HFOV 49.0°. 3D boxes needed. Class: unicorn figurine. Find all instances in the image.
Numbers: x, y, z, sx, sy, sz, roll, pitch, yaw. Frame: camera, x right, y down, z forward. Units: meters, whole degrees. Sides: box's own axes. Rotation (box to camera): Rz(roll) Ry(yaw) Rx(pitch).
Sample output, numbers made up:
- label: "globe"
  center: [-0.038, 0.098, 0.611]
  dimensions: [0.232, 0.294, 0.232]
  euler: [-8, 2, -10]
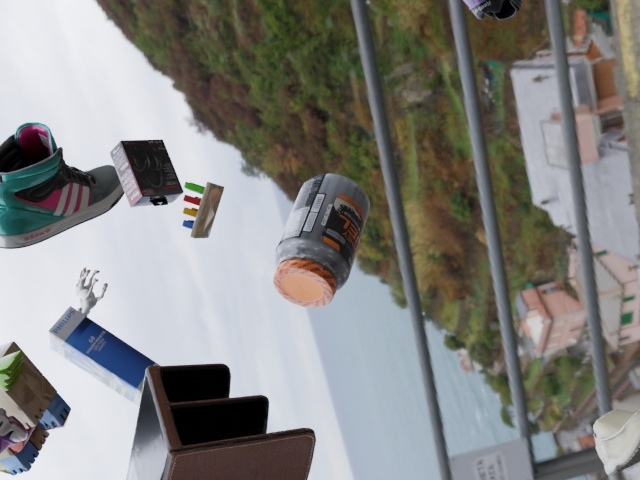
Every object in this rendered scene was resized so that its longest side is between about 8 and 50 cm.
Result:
- label: "unicorn figurine"
  center: [-0.573, 0.136, 1.722]
  dimensions: [0.060, 0.111, 0.162]
  euler: [29, -173, -25]

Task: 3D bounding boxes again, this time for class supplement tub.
- label: "supplement tub"
  center: [0.000, 0.000, 1.751]
  dimensions: [0.194, 0.193, 0.316]
  euler: [78, -155, -47]

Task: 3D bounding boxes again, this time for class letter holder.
- label: "letter holder"
  center: [-0.149, 0.334, 0.996]
  dimensions: [0.152, 0.214, 0.302]
  euler: [55, 137, 49]

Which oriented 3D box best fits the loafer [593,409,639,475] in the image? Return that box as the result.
- label: "loafer"
  center: [0.540, 0.344, 1.249]
  dimensions: [0.092, 0.102, 0.268]
  euler: [59, 167, 30]

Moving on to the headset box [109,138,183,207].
- label: "headset box"
  center: [-0.208, -0.078, 0.846]
  dimensions: [0.032, 0.062, 0.083]
  euler: [-34, 74, 40]

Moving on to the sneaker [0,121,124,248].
- label: "sneaker"
  center: [-0.459, -0.123, 1.220]
  dimensions: [0.295, 0.123, 0.178]
  euler: [-43, -37, -53]

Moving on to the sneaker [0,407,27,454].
- label: "sneaker"
  center: [-0.635, 0.307, 1.224]
  dimensions: [0.236, 0.104, 0.095]
  euler: [45, 162, -18]

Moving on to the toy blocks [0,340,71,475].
- label: "toy blocks"
  center: [-0.672, 0.368, 1.426]
  dimensions: [0.261, 0.381, 0.191]
  euler: [61, -160, -25]

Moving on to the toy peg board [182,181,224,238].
- label: "toy peg board"
  center: [-0.351, -0.094, 2.004]
  dimensions: [0.161, 0.079, 0.161]
  euler: [-4, -68, -85]

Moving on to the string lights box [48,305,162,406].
- label: "string lights box"
  center: [-0.477, 0.266, 1.575]
  dimensions: [0.077, 0.259, 0.133]
  euler: [-57, 1, -32]

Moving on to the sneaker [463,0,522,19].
- label: "sneaker"
  center: [0.347, -0.487, 1.363]
  dimensions: [0.107, 0.283, 0.124]
  euler: [-22, 96, 45]
